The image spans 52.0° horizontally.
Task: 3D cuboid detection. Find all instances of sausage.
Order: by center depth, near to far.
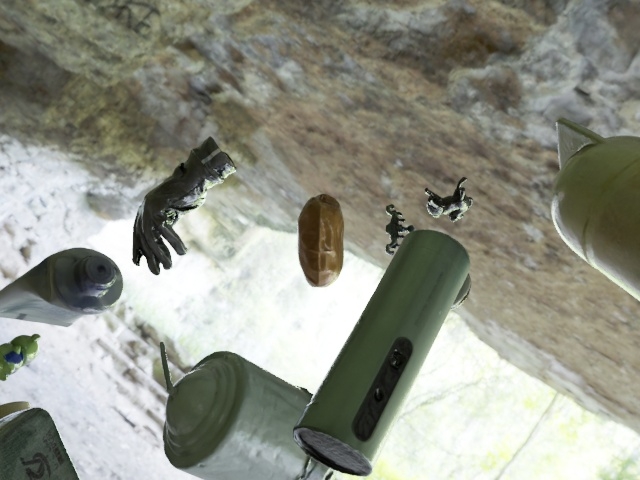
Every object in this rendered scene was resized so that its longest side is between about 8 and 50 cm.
[{"bbox_3d":[0.001,0.000,1.652,0.136,0.120,0.241,-151,-122,-69],"label":"sausage"}]

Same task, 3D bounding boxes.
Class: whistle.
[{"bbox_3d":[-0.841,0.320,1.762,0.085,0.105,0.227,46,25,1],"label":"whistle"}]

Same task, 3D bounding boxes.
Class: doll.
[{"bbox_3d":[0.366,-0.103,1.862,0.165,0.139,0.057,72,-1,-54],"label":"doll"}]

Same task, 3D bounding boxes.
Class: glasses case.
[{"bbox_3d":[-0.334,0.371,0.800,0.131,0.074,0.323,-50,123,-72],"label":"glasses case"}]

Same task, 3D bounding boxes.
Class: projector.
[{"bbox_3d":[0.090,0.135,0.861,0.108,0.337,0.108,23,-34,17],"label":"projector"}]

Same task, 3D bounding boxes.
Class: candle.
[{"bbox_3d":[-0.136,0.321,1.128,0.343,0.221,0.221,35,-10,-33],"label":"candle"}]

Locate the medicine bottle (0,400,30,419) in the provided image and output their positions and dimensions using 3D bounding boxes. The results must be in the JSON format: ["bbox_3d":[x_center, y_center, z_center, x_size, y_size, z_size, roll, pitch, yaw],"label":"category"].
[{"bbox_3d":[-0.585,0.441,1.266,0.114,0.114,0.252,81,-7,-69],"label":"medicine bottle"}]

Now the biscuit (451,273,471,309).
[{"bbox_3d":[0.307,0.096,1.769,0.208,0.180,0.049,24,-21,6],"label":"biscuit"}]

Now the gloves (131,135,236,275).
[{"bbox_3d":[-0.259,-0.064,1.193,0.119,0.285,0.142,31,12,-8],"label":"gloves"}]

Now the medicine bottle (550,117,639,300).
[{"bbox_3d":[0.544,-0.045,1.117,0.235,0.236,0.406,51,2,-38],"label":"medicine bottle"}]

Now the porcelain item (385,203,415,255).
[{"bbox_3d":[0.204,-0.028,1.674,0.075,0.136,0.021,0,-19,7],"label":"porcelain item"}]

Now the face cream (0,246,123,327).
[{"bbox_3d":[-0.566,0.128,1.408,0.235,0.137,0.420,14,-28,-41],"label":"face cream"}]
